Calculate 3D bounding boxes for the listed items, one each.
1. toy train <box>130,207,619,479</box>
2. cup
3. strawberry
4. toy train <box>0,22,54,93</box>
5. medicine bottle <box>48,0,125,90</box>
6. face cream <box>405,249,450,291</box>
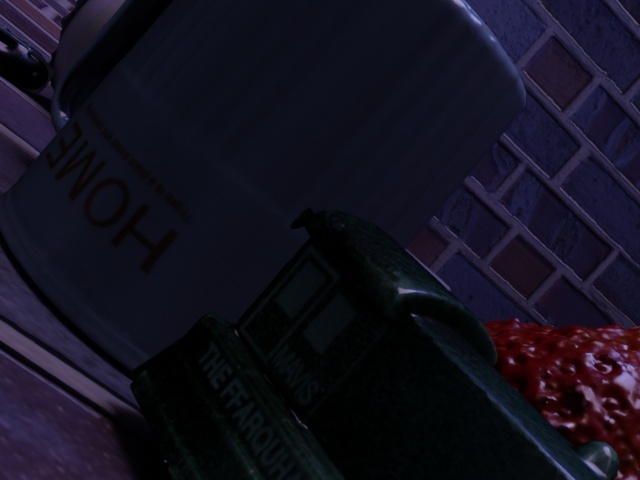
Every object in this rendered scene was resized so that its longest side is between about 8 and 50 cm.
[{"bbox_3d":[0.039,0.124,0.404,0.138,0.178,0.330,36,7,-46],"label":"toy train"},{"bbox_3d":[-0.046,-0.080,0.661,0.256,0.311,0.331,39,7,-27],"label":"cup"},{"bbox_3d":[0.151,0.165,0.594,0.276,0.257,0.257,29,3,12],"label":"strawberry"},{"bbox_3d":[-0.382,-0.235,0.913,0.207,0.043,0.047,38,8,-32],"label":"toy train"},{"bbox_3d":[-0.122,-0.124,0.977,0.378,0.213,0.213,44,7,19],"label":"medicine bottle"},{"bbox_3d":[0.000,0.000,1.159,0.369,0.145,0.145,42,6,-10],"label":"face cream"}]
